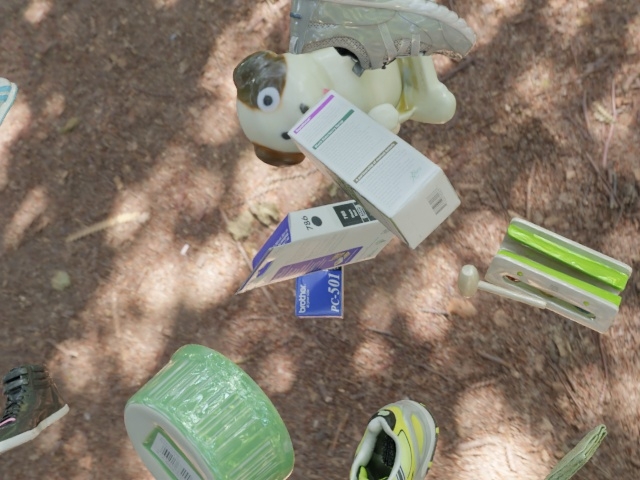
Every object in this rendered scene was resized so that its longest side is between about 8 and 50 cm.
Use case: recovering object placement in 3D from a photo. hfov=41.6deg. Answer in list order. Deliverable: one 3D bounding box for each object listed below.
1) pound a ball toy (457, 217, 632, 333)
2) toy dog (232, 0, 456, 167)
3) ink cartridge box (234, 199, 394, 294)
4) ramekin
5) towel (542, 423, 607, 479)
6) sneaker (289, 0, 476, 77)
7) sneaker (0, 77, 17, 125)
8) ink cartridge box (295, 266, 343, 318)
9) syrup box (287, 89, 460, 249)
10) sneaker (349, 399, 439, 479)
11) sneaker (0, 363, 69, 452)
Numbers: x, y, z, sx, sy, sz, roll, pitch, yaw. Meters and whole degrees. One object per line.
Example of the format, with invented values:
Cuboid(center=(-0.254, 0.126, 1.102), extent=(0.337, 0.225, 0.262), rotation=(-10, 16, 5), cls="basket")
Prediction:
Cuboid(center=(0.459, 0.100, 1.772), extent=(0.319, 0.136, 0.208), rotation=(24, 55, 13), cls="pound a ball toy")
Cuboid(center=(0.012, -0.317, 1.684), extent=(0.395, 0.285, 0.408), rotation=(16, 36, 39), cls="toy dog")
Cuboid(center=(0.000, 0.000, 1.514), extent=(0.065, 0.332, 0.165), rotation=(61, 140, 18), cls="ink cartridge box")
Cuboid(center=(-0.206, 0.348, 1.484), extent=(0.303, 0.303, 0.148), rotation=(30, 49, 28), cls="ramekin")
Cuboid(center=(0.440, 0.387, 1.476), extent=(0.027, 0.110, 0.148), rotation=(43, 131, 18), cls="towel")
Cuboid(center=(0.073, -0.265, 1.079), extent=(0.105, 0.281, 0.115), rotation=(41, 119, 54), cls="sneaker")
Cuboid(center=(-0.598, -0.232, 1.475), extent=(0.087, 0.092, 0.229), rotation=(-52, 24, 25), cls="sneaker")
Cuboid(center=(-0.001, 0.058, 1.749), extent=(0.097, 0.046, 0.207), rotation=(-1, 76, 6), cls="ink cartridge box")
Cuboid(center=(0.069, -0.102, 1.152), extent=(0.096, 0.093, 0.237), rotation=(-44, 52, -2), cls="syrup box")
Cuboid(center=(0.094, 0.472, 1.499), extent=(0.145, 0.147, 0.385), rotation=(6, 83, 38), cls="sneaker")
Cuboid(center=(-0.649, 0.353, 1.782), extent=(0.104, 0.296, 0.147), rotation=(-24, 94, 12), cls="sneaker")
